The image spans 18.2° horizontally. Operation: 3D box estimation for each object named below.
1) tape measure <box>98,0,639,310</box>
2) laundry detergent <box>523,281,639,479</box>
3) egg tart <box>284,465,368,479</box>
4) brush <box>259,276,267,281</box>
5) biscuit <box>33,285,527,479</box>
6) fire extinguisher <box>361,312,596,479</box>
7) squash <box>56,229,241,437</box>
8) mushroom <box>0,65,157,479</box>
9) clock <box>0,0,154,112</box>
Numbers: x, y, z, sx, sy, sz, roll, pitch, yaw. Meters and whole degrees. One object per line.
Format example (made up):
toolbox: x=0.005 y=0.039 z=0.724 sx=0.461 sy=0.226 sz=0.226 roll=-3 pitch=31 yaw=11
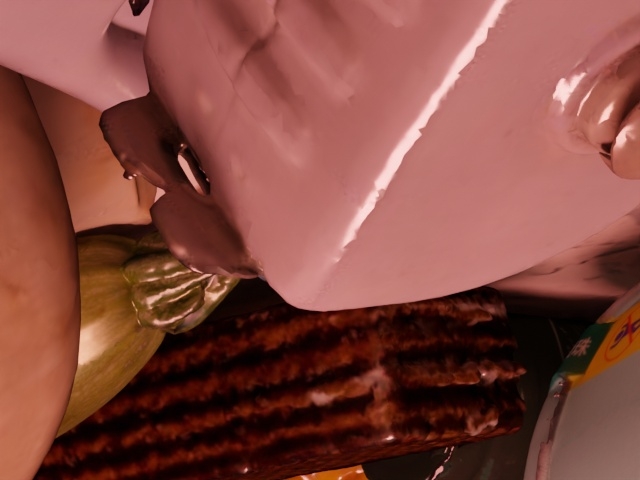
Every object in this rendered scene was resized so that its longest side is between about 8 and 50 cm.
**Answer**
tape measure: x=0.087 y=-0.093 z=0.401 sx=0.197 sy=0.120 sz=0.236 roll=-3 pitch=138 yaw=-37
laundry detergent: x=0.249 y=0.108 z=0.797 sx=0.287 sy=0.287 sz=0.305 roll=3 pitch=159 yaw=-22
egg tart: x=0.018 y=0.175 z=1.083 sx=0.202 sy=0.202 sz=0.147 roll=-4 pitch=169 yaw=-2
brush: x=0.000 y=0.000 z=0.814 sx=0.070 sy=0.021 sz=0.196 roll=-35 pitch=169 yaw=-8
biscuit: x=-0.093 y=0.091 z=0.944 sx=0.388 sy=0.073 sz=0.107 roll=-16 pitch=168 yaw=35
fire extinguisher: x=0.167 y=0.097 z=1.011 sx=0.311 sy=0.114 sz=0.095 roll=6 pitch=150 yaw=-32
squash: x=-0.164 y=0.066 z=0.863 sx=0.341 sy=0.094 sz=0.094 roll=-30 pitch=150 yaw=33
mushroom: x=-0.126 y=-0.018 z=0.534 sx=0.204 sy=0.204 sz=0.204 roll=-4 pitch=160 yaw=-2
clock: x=-0.037 y=-0.097 z=0.459 sx=0.117 sy=0.080 sz=0.176 roll=-41 pitch=143 yaw=20
